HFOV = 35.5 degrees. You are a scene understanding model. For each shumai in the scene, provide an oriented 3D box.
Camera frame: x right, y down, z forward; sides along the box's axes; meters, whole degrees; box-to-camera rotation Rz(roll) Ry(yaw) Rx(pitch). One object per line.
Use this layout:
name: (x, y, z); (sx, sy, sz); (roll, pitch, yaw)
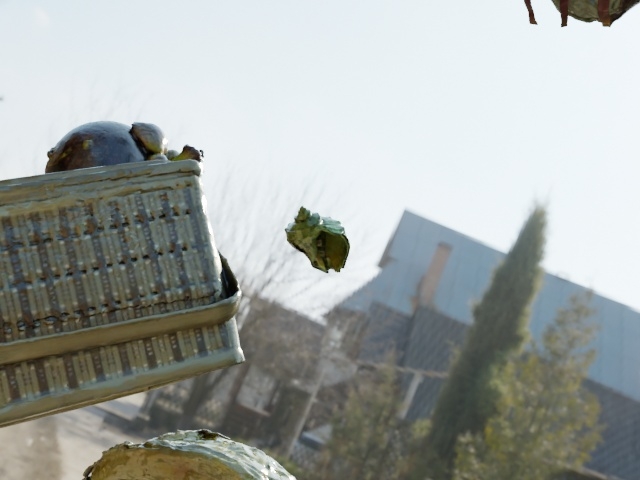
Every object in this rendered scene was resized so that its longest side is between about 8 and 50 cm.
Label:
shumai: (0.507, -0.480, 1.810); (0.184, 0.184, 0.142); (28, -1, -27)

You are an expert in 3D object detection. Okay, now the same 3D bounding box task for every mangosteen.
mangosteen: (-0.260, -0.077, 1.360); (0.217, 0.192, 0.192); (-15, -21, 13)

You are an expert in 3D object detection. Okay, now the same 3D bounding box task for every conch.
conch: (0.000, 0.000, 1.402); (0.089, 0.074, 0.121); (5, -50, 44)

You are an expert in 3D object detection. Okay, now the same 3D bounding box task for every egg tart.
egg tart: (-0.110, 0.279, 1.016); (0.279, 0.095, 0.279); (12, -48, 14)

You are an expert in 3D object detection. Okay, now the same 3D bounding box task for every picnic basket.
picnic basket: (-0.215, 0.049, 0.798); (0.228, 0.175, 0.313); (-11, -7, -26)

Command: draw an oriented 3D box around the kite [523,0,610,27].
kite: (0.313, -0.446, 1.281); (0.204, 0.022, 0.360); (7, -57, 34)
